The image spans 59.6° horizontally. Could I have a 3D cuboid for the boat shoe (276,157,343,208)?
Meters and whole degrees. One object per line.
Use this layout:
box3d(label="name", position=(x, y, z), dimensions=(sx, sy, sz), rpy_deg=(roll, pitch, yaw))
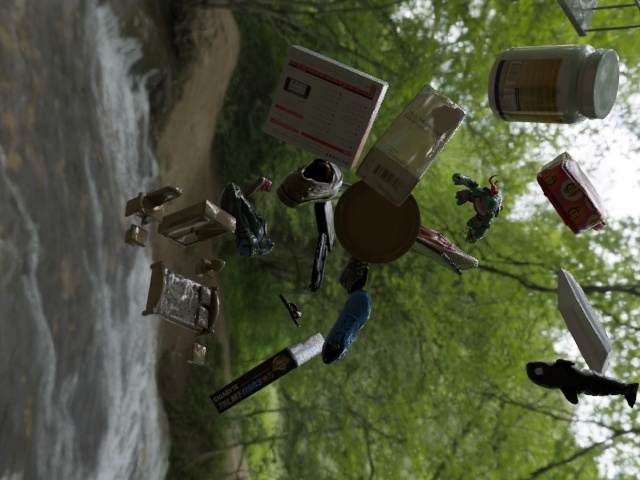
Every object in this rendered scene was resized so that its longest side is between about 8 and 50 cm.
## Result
box3d(label="boat shoe", position=(0.001, -0.172, 1.576), dimensions=(0.111, 0.104, 0.307), rpy_deg=(46, 32, 3))

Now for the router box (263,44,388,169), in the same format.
box3d(label="router box", position=(0.011, -0.439, 1.850), dimensions=(0.301, 0.335, 0.082), rpy_deg=(-68, 170, 24))

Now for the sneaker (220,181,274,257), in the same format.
box3d(label="sneaker", position=(-0.303, -0.082, 2.267), dimensions=(0.125, 0.140, 0.341), rpy_deg=(-40, -116, 42))

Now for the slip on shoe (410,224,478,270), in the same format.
box3d(label="slip on shoe", position=(0.452, 0.024, 2.096), dimensions=(0.123, 0.331, 0.101), rpy_deg=(-40, -151, 62))

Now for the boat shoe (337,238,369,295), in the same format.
box3d(label="boat shoe", position=(0.117, 0.068, 1.578), dimensions=(0.183, 0.065, 0.083), rpy_deg=(-63, -147, 19))

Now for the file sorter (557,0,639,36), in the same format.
box3d(label="file sorter", position=(0.727, -0.683, 1.370), dimensions=(0.173, 0.193, 0.277), rpy_deg=(15, -97, 45))

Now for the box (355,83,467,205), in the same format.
box3d(label="box", position=(0.236, -0.250, 1.434), dimensions=(0.148, 0.311, 0.121), rpy_deg=(36, -34, 2))

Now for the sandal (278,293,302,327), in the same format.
box3d(label="sandal", position=(-0.091, 0.233, 1.862), dimensions=(0.067, 0.040, 0.179), rpy_deg=(45, -16, 40))

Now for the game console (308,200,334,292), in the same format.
box3d(label="game console", position=(0.000, 0.000, 1.846), dimensions=(0.213, 0.044, 0.361), rpy_deg=(80, 14, -45))

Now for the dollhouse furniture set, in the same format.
box3d(label="dollhouse furniture set", position=(-0.331, 0.088, 1.370), dimensions=(0.303, 0.174, 0.355), rpy_deg=(36, 45, -48))

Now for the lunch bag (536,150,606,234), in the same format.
box3d(label="lunch bag", position=(0.798, -0.140, 1.749), dimensions=(0.258, 0.120, 0.293), rpy_deg=(54, 31, 2))

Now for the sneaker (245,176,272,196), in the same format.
box3d(label="sneaker", position=(-0.241, -0.203, 2.220), dimensions=(0.067, 0.118, 0.042), rpy_deg=(20, 45, -42))

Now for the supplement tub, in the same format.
box3d(label="supplement tub", position=(0.691, -0.463, 1.666), dimensions=(0.316, 0.228, 0.228), rpy_deg=(16, -54, 43))

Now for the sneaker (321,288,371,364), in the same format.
box3d(label="sneaker", position=(0.064, 0.220, 1.386), dimensions=(0.209, 0.069, 0.082), rpy_deg=(-62, 172, 17))

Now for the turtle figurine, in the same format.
box3d(label="turtle figurine", position=(0.385, -0.081, 1.368), dimensions=(0.234, 0.118, 0.175), rpy_deg=(-4, 87, -81))

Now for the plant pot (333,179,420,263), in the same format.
box3d(label="plant pot", position=(0.154, -0.055, 1.521), dimensions=(0.032, 0.236, 0.236), rpy_deg=(-30, 108, -76))

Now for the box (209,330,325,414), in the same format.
box3d(label="box", position=(-0.149, 0.396, 1.711), dimensions=(0.073, 0.293, 0.295), rpy_deg=(57, 16, 9))

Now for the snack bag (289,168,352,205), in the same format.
box3d(label="snack bag", position=(0.006, -0.219, 2.442), dimensions=(0.342, 0.323, 0.037), rpy_deg=(140, -38, -76))

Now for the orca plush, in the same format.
box3d(label="orca plush", position=(0.719, 0.420, 1.556), dimensions=(0.151, 0.287, 0.102), rpy_deg=(89, 22, -57))

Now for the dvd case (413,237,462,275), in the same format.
box3d(label="dvd case", position=(0.347, 0.032, 1.827), dimensions=(0.221, 0.018, 0.164), rpy_deg=(35, -2, 44))

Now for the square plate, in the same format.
box3d(label="square plate", position=(0.946, 0.307, 2.005), dimensions=(0.347, 0.049, 0.344), rpy_deg=(59, 15, -53))
